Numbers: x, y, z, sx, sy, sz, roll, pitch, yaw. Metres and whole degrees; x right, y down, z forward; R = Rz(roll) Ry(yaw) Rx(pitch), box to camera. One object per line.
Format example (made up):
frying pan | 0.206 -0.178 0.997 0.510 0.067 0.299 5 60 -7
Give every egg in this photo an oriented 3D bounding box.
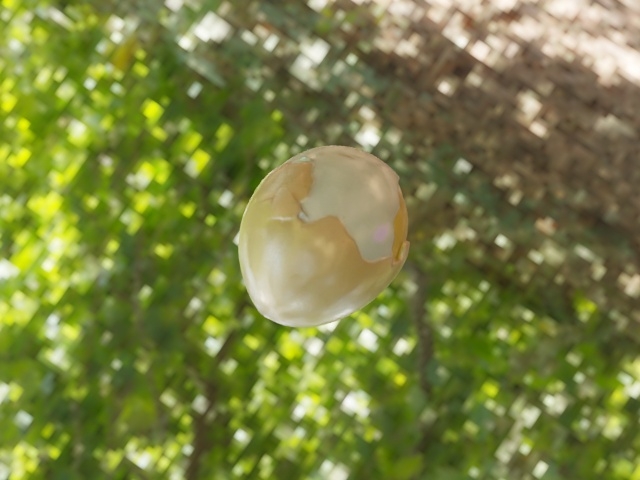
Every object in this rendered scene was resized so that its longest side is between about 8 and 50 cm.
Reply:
egg | 0.000 0.000 0.821 0.071 0.083 0.071 14 137 14
